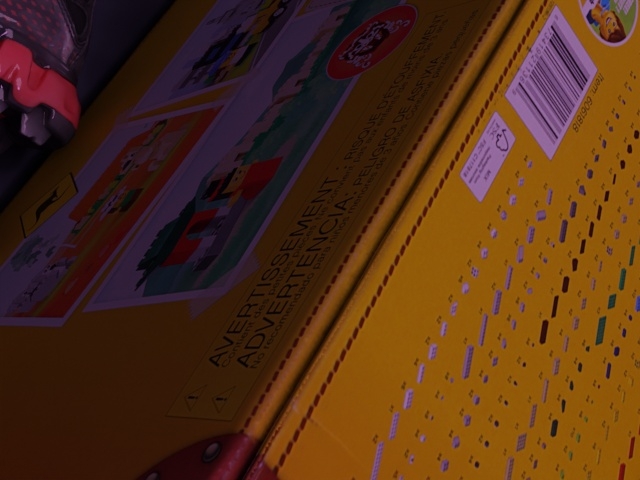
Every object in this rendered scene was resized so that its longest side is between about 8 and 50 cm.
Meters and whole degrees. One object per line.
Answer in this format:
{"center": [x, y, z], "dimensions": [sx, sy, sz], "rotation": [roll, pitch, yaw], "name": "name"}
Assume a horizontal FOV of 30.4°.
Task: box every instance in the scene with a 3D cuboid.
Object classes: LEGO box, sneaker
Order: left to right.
{"center": [-0.234, -0.162, 0.642], "dimensions": [0.276, 0.097, 0.135], "rotation": [33, 69, -36], "name": "sneaker"}
{"center": [0.000, 0.000, 0.636], "dimensions": [0.193, 0.372, 0.500], "rotation": [48, 58, -27], "name": "LEGO box"}
